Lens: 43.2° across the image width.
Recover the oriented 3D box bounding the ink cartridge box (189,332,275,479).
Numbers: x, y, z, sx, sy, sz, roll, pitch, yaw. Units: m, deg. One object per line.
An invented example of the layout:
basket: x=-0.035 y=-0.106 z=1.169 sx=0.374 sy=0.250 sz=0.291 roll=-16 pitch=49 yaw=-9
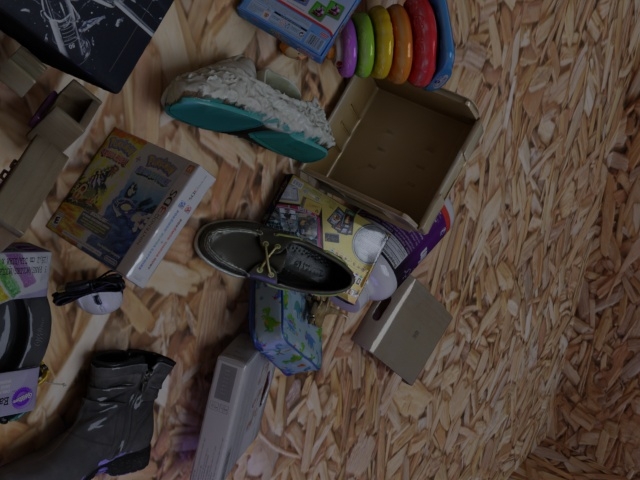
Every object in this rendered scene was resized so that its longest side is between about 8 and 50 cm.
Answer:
ink cartridge box: x=-0.170 y=0.333 z=1.682 sx=0.261 sy=0.066 sz=0.296 roll=-42 pitch=148 yaw=-71

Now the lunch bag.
lunch bag: x=-0.068 y=0.163 z=1.633 sx=0.219 sy=0.090 sz=0.176 roll=50 pitch=33 yaw=-55

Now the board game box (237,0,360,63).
board game box: x=-0.012 y=-0.419 z=1.326 sx=0.211 sy=0.160 sz=0.039 roll=-58 pitch=177 yaw=-7

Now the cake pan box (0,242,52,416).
cake pan box: x=-0.495 y=0.128 z=1.086 sx=0.267 sy=0.070 sz=0.245 roll=0 pitch=104 yaw=-52

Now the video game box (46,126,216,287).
video game box: x=-0.276 y=-0.053 z=1.166 sx=0.187 sy=0.205 sz=0.048 roll=-57 pitch=144 yaw=-11

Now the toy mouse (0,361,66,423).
toy mouse: x=-0.484 y=0.228 z=1.225 sx=0.143 sy=0.031 sz=0.161 roll=-49 pitch=143 yaw=-22

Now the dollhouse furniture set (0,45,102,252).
dollhouse furniture set: x=-0.478 y=-0.133 z=0.954 sx=0.303 sy=0.198 sz=0.286 roll=41 pitch=38 yaw=-26

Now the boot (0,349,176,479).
boot: x=-0.391 y=0.292 z=1.339 sx=0.338 sy=0.118 sz=0.222 roll=-7 pitch=115 yaw=-63

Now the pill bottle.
pill bottle: x=0.138 y=0.005 z=1.773 sx=0.323 sy=0.181 sz=0.181 roll=-46 pitch=142 yaw=-25

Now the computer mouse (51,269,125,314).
computer mouse: x=-0.335 y=0.087 z=1.230 sx=0.106 sy=0.042 sz=0.193 roll=-17 pitch=171 yaw=-6

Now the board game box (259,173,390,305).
board game box: x=0.000 y=0.000 z=1.589 sx=0.243 sy=0.042 sz=0.165 roll=31 pitch=81 yaw=-21

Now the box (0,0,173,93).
box: x=-0.299 y=-0.406 z=0.931 sx=0.343 sy=0.179 sz=0.312 roll=-61 pitch=147 yaw=-4

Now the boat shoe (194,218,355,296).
boat shoe: x=-0.078 y=0.033 z=1.480 sx=0.305 sy=0.091 sz=0.109 roll=17 pitch=87 yaw=-25

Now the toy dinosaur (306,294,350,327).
toy dinosaur: x=0.002 y=0.134 z=1.676 sx=0.183 sy=0.053 sz=0.092 roll=1 pitch=87 yaw=-65

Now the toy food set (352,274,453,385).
toy food set: x=0.215 y=0.230 z=2.122 sx=0.219 sy=0.092 sz=0.306 roll=-57 pitch=137 yaw=-9

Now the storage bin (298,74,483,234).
storage bin: x=0.145 y=-0.181 z=1.588 sx=0.262 sy=0.260 sz=0.123 roll=-60 pitch=158 yaw=-6

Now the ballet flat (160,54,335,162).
ballet flat: x=-0.118 y=-0.233 z=1.358 sx=0.409 sy=0.147 sz=0.147 roll=14 pitch=100 yaw=-58

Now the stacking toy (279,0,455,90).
stacking toy: x=0.077 y=-0.350 z=1.440 sx=0.302 sy=0.175 sz=0.165 roll=-5 pitch=82 yaw=-10
